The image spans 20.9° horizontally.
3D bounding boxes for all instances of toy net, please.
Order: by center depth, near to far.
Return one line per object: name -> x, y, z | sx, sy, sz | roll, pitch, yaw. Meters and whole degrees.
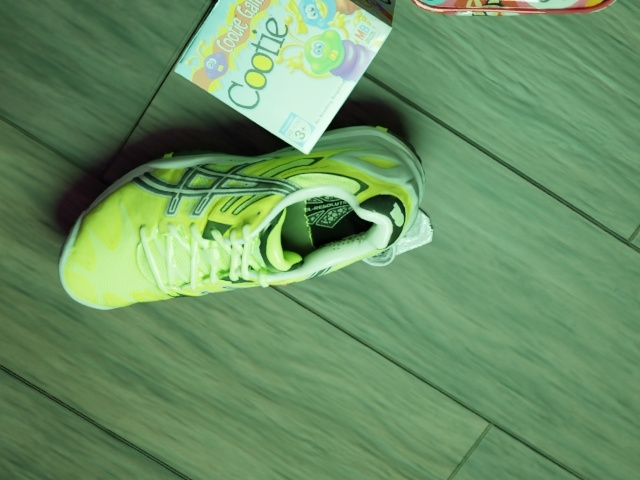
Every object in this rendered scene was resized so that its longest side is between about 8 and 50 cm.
toy net -> 0.000, 0.000, 1.812 | 0.232, 0.045, 0.122 | 6, 109, 2

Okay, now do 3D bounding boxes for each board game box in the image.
board game box -> -0.023, -0.209, 1.619 | 0.142, 0.275, 0.144 | 32, 109, -7

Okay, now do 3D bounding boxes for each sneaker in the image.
sneaker -> -0.089, -0.016, 1.712 | 0.384, 0.147, 0.145 | -18, 110, 12

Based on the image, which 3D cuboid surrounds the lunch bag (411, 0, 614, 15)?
lunch bag -> 0.201, -0.359, 1.632 | 0.258, 0.120, 0.293 | 1, 109, 4
